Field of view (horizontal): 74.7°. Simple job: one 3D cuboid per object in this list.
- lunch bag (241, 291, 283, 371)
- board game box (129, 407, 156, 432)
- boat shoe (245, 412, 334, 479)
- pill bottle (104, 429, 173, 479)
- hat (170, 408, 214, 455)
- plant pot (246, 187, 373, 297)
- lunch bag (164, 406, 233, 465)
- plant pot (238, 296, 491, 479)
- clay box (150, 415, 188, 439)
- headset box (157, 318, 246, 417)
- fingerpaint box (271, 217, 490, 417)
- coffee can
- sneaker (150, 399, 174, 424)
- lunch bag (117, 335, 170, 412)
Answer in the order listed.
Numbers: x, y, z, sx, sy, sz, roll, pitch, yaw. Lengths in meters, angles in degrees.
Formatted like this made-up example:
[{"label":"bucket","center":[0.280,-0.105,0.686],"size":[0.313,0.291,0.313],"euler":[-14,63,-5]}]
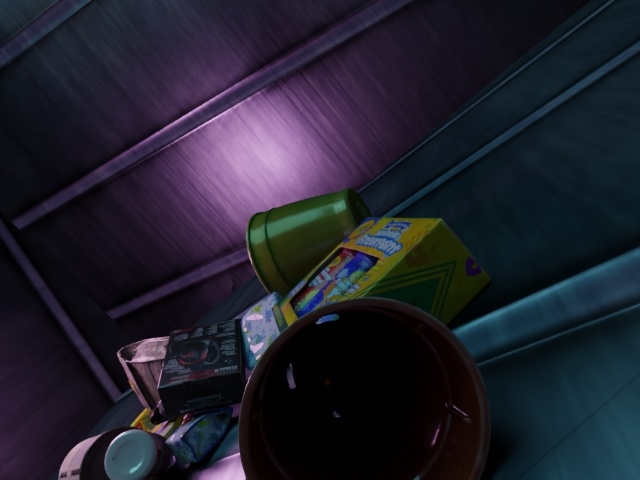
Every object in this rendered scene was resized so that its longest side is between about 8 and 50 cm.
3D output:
[{"label":"lunch bag","center":[-0.151,0.275,1.233],"size":[0.176,0.090,0.219],"euler":[-39,37,14]},{"label":"board game box","center":[-0.632,0.675,1.570],"size":[0.043,0.092,0.181],"euler":[-30,15,46]},{"label":"boat shoe","center":[-0.057,0.356,0.753],"size":[0.206,0.075,0.065],"euler":[-47,9,7]},{"label":"pill bottle","center":[-0.460,0.564,1.090],"size":[0.121,0.121,0.221],"euler":[-46,-17,-23]},{"label":"hat","center":[-0.341,0.519,1.248],"size":[0.208,0.173,0.183],"euler":[-39,44,-13]},{"label":"plant pot","center":[0.000,0.000,1.430],"size":[0.352,0.367,0.366],"euler":[-24,16,22]},{"label":"lunch bag","center":[-0.310,0.498,1.099],"size":[0.151,0.096,0.128],"euler":[-31,-3,-46]},{"label":"plant pot","center":[0.039,0.203,0.571],"size":[0.272,0.272,0.265],"euler":[-43,1,-5]},{"label":"clay box","center":[-0.500,0.630,1.360],"size":[0.222,0.053,0.127],"euler":[-36,10,34]},{"label":"headset box","center":[-0.327,0.362,1.196],"size":[0.217,0.110,0.293],"euler":[-9,23,-9]},{"label":"fingerpaint box","center":[0.086,0.124,0.940],"size":[0.371,0.163,0.445],"euler":[-43,10,-5]},{"label":"coffee can","center":[-0.634,0.675,1.243],"size":[0.275,0.202,0.202],"euler":[-33,13,41]},{"label":"sneaker","center":[-0.457,0.515,1.334],"size":[0.234,0.078,0.106],"euler":[-40,4,17]},{"label":"lunch bag","center":[-0.579,0.482,1.507],"size":[0.286,0.236,0.169],"euler":[-12,19,17]}]
